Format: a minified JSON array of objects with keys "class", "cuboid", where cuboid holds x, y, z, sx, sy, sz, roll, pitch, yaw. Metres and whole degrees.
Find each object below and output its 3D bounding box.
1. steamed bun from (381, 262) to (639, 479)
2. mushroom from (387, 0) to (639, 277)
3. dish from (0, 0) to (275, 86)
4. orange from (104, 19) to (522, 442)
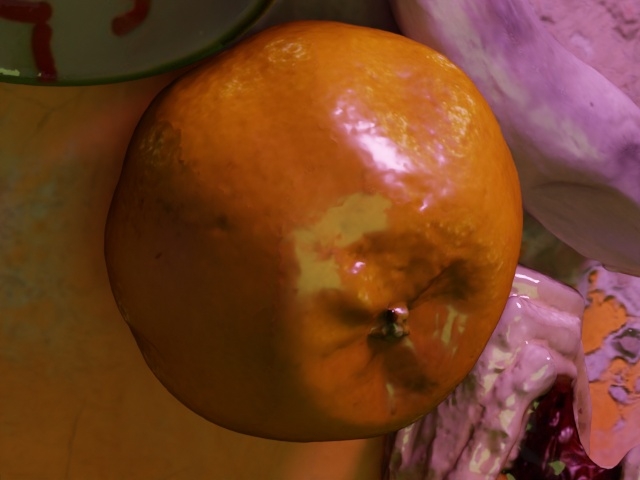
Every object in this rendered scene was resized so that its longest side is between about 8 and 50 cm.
[{"class":"steamed bun","cuboid":[0.174,0.242,1.077,0.247,0.189,0.428,9,103,-27]},{"class":"mushroom","cuboid":[0.143,-0.109,1.002,0.351,0.097,0.109,47,70,-20]},{"class":"dish","cuboid":[-0.171,-0.226,0.809,0.324,0.324,0.124,13,61,-20]},{"class":"orange","cuboid":[0.000,0.000,0.920,0.279,0.235,0.279,-7,115,-14]}]
